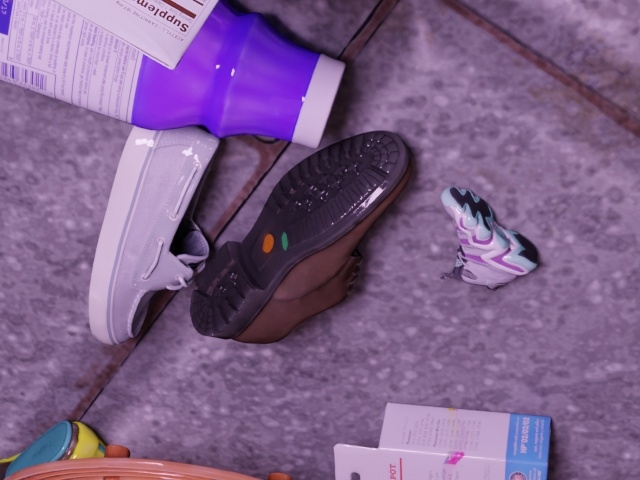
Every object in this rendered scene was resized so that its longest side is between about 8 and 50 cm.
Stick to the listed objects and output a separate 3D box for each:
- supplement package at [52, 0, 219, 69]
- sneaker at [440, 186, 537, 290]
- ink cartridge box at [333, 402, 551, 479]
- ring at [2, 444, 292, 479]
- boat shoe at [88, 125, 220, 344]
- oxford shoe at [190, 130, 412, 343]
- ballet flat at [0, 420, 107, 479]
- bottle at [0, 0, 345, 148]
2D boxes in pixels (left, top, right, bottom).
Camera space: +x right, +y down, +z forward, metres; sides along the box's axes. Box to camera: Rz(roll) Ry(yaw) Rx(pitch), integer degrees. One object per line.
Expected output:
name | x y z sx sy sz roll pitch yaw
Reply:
supplement package | -0.079 -0.237 0.700 0.149 0.194 0.203 30 117 -18
sneaker | 0.113 0.006 1.061 0.098 0.038 0.069 41 124 -17
ink cartridge box | 0.107 0.202 1.192 0.181 0.061 0.104 4 127 10
ring | -0.130 0.257 1.240 0.337 0.032 0.336 5 150 3
boat shoe | -0.129 0.003 1.088 0.081 0.079 0.227 20 125 3
oxford shoe | 0.000 0.000 1.071 0.096 0.082 0.227 21 128 -39
ballet flat | -0.288 0.244 1.314 0.231 0.077 0.077 -29 131 27
bottle | -0.125 -0.140 0.973 0.283 0.092 0.118 18 129 -1
